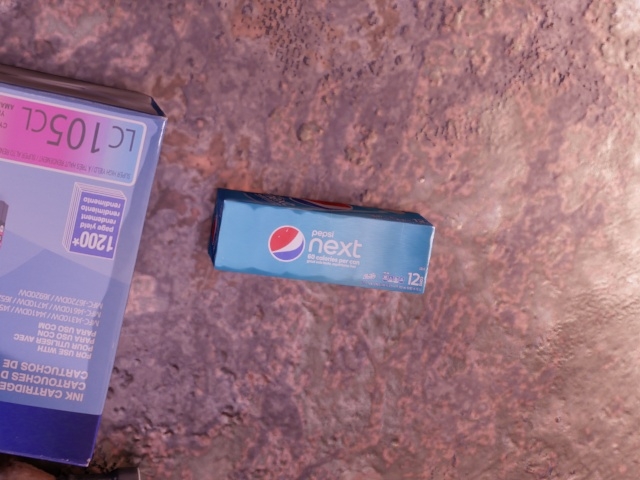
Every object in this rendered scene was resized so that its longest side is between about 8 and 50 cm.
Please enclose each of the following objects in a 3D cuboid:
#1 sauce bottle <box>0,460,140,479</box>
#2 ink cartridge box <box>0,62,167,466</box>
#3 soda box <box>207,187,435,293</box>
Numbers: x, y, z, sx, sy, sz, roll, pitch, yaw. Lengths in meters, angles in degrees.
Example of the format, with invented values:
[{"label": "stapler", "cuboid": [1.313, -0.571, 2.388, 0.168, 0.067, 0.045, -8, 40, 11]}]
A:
[{"label": "sauce bottle", "cuboid": [-0.344, 0.267, 1.319, 0.344, 0.111, 0.111, -6, 104, -9]}, {"label": "ink cartridge box", "cuboid": [-0.313, 0.039, 1.252, 0.270, 0.151, 0.395, 11, 103, -13]}, {"label": "soda box", "cuboid": [0.000, 0.000, 1.338, 0.210, 0.067, 0.071, 7, 102, -12]}]
